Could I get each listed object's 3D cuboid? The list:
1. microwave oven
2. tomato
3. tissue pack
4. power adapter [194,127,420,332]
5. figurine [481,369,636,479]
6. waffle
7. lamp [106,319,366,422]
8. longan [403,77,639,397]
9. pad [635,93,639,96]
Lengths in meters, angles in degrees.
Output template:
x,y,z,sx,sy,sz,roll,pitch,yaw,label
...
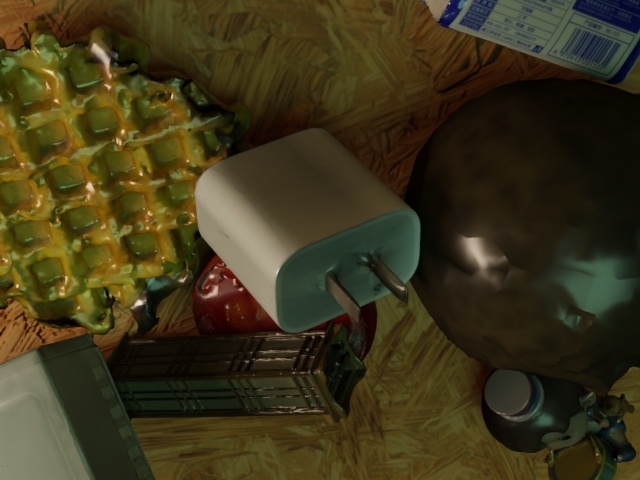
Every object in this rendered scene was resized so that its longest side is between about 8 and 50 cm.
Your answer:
x,y,z,sx,sy,sz,roll,pitch,yaw,label
-0.381,0.267,1.554,0.295,0.181,0.237,-25,88,13,microwave oven
-0.031,0.070,1.627,0.233,0.139,0.200,2,126,23,tomato
0.265,-0.318,1.491,0.270,0.137,0.209,13,115,-26,tissue pack
0.000,0.000,1.442,0.187,0.255,0.124,-22,133,-22,power adapter
0.316,0.246,1.819,0.275,0.158,0.161,34,145,-31,figurine
-0.282,-0.065,1.499,0.380,0.095,0.382,26,112,-31,waffle
-0.113,0.163,1.590,0.325,0.089,0.090,-5,129,28,lamp
0.283,-0.002,1.534,0.391,0.391,0.391,-7,121,-12,longan
0.447,-0.082,1.751,0.270,0.012,0.269,-15,122,-7,pad
